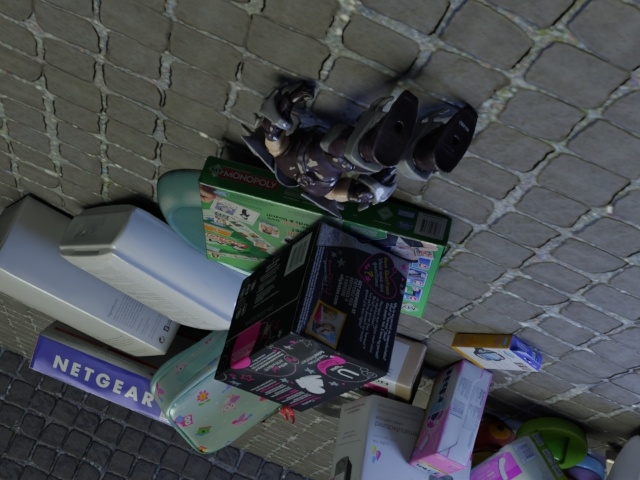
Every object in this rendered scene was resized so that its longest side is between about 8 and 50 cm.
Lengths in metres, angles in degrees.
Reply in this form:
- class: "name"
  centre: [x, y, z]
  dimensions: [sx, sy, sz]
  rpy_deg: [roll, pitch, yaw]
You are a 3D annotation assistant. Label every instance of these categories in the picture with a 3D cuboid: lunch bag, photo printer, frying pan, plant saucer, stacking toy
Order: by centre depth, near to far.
- class: "plant saucer"
  centre: [-0.107, -0.005, 1.559]
  dimensions: [0.318, 0.043, 0.317]
  rpy_deg: [19, 159, 8]
- class: "photo printer"
  centre: [-0.264, 0.055, 1.772]
  dimensions: [0.307, 0.107, 0.256]
  rpy_deg: [34, 161, -28]
- class: "lunch bag"
  centre: [-0.172, 0.259, 1.976]
  dimensions: [0.108, 0.279, 0.224]
  rpy_deg: [47, 171, 43]
- class: "stacking toy"
  centre: [0.448, 0.404, 1.988]
  dimensions: [0.309, 0.130, 0.279]
  rpy_deg: [24, 134, -12]
- class: "frying pan"
  centre: [0.026, 0.304, 2.186]
  dimensions: [0.197, 0.053, 0.326]
  rpy_deg: [4, 150, 19]

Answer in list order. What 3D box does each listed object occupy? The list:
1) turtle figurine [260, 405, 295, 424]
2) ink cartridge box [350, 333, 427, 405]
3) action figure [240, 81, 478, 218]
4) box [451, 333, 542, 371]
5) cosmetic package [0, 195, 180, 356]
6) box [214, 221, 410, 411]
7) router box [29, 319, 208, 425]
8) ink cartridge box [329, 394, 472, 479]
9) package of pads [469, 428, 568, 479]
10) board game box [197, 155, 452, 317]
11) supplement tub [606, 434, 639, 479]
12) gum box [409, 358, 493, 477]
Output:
- class: "turtle figurine"
  centre: [-0.127, 0.317, 2.146]
  dimensions: [0.175, 0.118, 0.234]
  rpy_deg: [43, 139, -21]
- class: "ink cartridge box"
  centre: [0.065, 0.212, 1.860]
  dimensions: [0.235, 0.088, 0.193]
  rpy_deg: [19, 161, 12]
- class: "action figure"
  centre: [0.030, -0.097, 1.111]
  dimensions: [0.185, 0.099, 0.285]
  rpy_deg: [26, 165, -30]
- class: "box"
  centre: [0.281, 0.175, 1.625]
  dimensions: [0.081, 0.028, 0.136]
  rpy_deg: [36, 154, -33]
- class: "cosmetic package"
  centre: [-0.451, 0.078, 1.966]
  dimensions: [0.365, 0.155, 0.197]
  rpy_deg: [33, 159, -24]
- class: "box"
  centre: [-0.011, 0.106, 1.346]
  dimensions: [0.142, 0.163, 0.247]
  rpy_deg: [25, 151, -19]
- class: "router box"
  centre: [-0.396, 0.242, 2.196]
  dimensions: [0.335, 0.082, 0.301]
  rpy_deg: [22, -163, 4]
- class: "ink cartridge box"
  centre: [0.136, 0.449, 1.826]
  dimensions: [0.226, 0.306, 0.131]
  rpy_deg: [19, 155, -21]
- class: "package of pads"
  centre: [0.338, 0.510, 1.869]
  dimensions: [0.296, 0.101, 0.229]
  rpy_deg: [-49, 65, 42]
- class: "board game box"
  centre: [0.000, 0.000, 1.371]
  dimensions: [0.317, 0.046, 0.213]
  rpy_deg: [15, 153, 5]
- class: "supplement tub"
  centre: [0.640, 0.472, 1.684]
  dimensions: [0.331, 0.241, 0.241]
  rpy_deg: [21, 160, 5]
- class: "gum box"
  centre: [0.225, 0.301, 1.780]
  dimensions: [0.062, 0.188, 0.107]
  rpy_deg: [27, 152, -10]
